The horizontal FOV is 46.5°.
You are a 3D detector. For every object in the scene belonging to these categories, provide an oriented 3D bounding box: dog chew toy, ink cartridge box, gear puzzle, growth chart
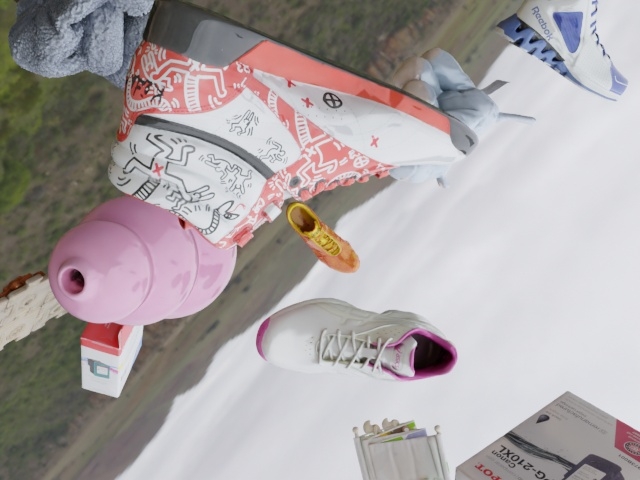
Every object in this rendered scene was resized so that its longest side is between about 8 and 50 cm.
[{"bbox_3d":[-0.249,0.024,1.030,0.206,0.207,0.332,-51,173,16],"label":"dog chew toy"},{"bbox_3d":[-0.394,0.181,1.420,0.231,0.078,0.134,109,-3,-47],"label":"ink cartridge box"},{"bbox_3d":[-0.427,0.078,1.131,0.339,0.044,0.175,-35,167,-50],"label":"gear puzzle"},{"bbox_3d":[0.314,0.321,0.967,0.237,0.172,0.100,-22,122,-31],"label":"ink cartridge box"},{"bbox_3d":[0.181,0.488,1.689,0.237,0.171,0.021,-12,167,30],"label":"growth chart"}]

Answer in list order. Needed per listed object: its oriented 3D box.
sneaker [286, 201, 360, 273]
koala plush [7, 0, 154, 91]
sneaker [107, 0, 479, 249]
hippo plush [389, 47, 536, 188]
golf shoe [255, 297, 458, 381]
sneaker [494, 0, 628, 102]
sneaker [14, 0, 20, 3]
[{"bbox_3d":[0.000,0.000,1.364,0.064,0.175,0.067,-49,-179,5],"label":"sneaker"},{"bbox_3d":[-0.261,-0.260,0.973,0.203,0.221,0.196,-46,-133,8],"label":"koala plush"},{"bbox_3d":[-0.017,-0.061,0.543,0.090,0.270,0.144,43,-65,53],"label":"sneaker"},{"bbox_3d":[0.236,-0.248,1.582,0.294,0.234,0.236,-17,158,-35],"label":"hippo plush"},{"bbox_3d":[0.062,0.151,1.095,0.140,0.306,0.115,-164,-102,-68],"label":"golf shoe"},{"bbox_3d":[0.549,-0.438,1.581,0.182,0.316,0.127,-57,-166,21],"label":"sneaker"},{"bbox_3d":[-0.533,-0.478,1.396,0.089,0.170,0.051,17,121,-45],"label":"sneaker"}]
